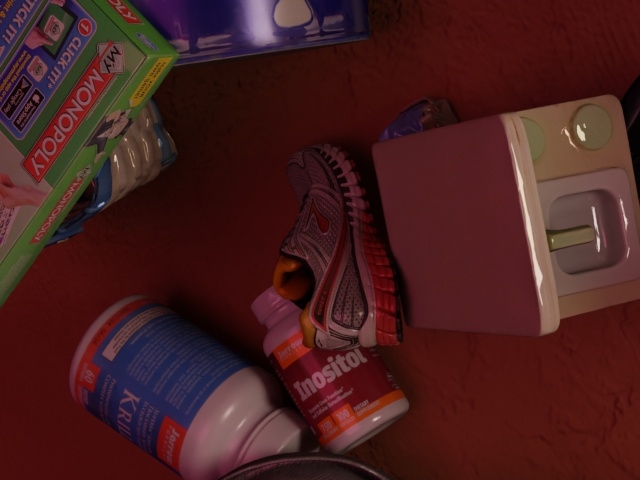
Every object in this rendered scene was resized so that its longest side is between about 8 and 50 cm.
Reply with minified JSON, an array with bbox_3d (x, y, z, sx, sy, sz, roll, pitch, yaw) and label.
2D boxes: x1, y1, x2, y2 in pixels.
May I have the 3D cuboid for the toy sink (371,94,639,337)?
[{"bbox_3d":[0.151,-0.020,1.066,0.234,0.131,0.153,173,85,-70],"label":"toy sink"}]

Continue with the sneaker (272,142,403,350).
[{"bbox_3d":[0.000,0.000,1.198,0.225,0.092,0.088,-108,8,-48],"label":"sneaker"}]

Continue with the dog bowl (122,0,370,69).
[{"bbox_3d":[-0.094,-0.195,1.173,0.264,0.265,0.104,-4,98,34],"label":"dog bowl"}]

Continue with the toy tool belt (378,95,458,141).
[{"bbox_3d":[0.072,-0.085,1.210,0.083,0.051,0.052,-36,78,33],"label":"toy tool belt"}]

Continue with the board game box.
[{"bbox_3d":[-0.270,-0.092,1.104,0.213,0.046,0.317,46,115,13],"label":"board game box"}]

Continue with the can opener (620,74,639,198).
[{"bbox_3d":[0.233,-0.060,1.107,0.059,0.073,0.186,-102,27,-48],"label":"can opener"}]

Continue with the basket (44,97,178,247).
[{"bbox_3d":[-0.284,-0.102,1.299,0.201,0.289,0.255,-21,88,34],"label":"basket"}]

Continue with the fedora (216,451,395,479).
[{"bbox_3d":[-0.020,0.312,1.236,0.243,0.124,0.275,29,120,-13],"label":"fedora"}]

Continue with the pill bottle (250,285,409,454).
[{"bbox_3d":[0.004,0.105,1.267,0.086,0.086,0.152,-40,76,32],"label":"pill bottle"}]

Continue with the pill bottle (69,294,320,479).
[{"bbox_3d":[-0.113,0.151,1.329,0.221,0.124,0.124,29,113,26],"label":"pill bottle"}]
